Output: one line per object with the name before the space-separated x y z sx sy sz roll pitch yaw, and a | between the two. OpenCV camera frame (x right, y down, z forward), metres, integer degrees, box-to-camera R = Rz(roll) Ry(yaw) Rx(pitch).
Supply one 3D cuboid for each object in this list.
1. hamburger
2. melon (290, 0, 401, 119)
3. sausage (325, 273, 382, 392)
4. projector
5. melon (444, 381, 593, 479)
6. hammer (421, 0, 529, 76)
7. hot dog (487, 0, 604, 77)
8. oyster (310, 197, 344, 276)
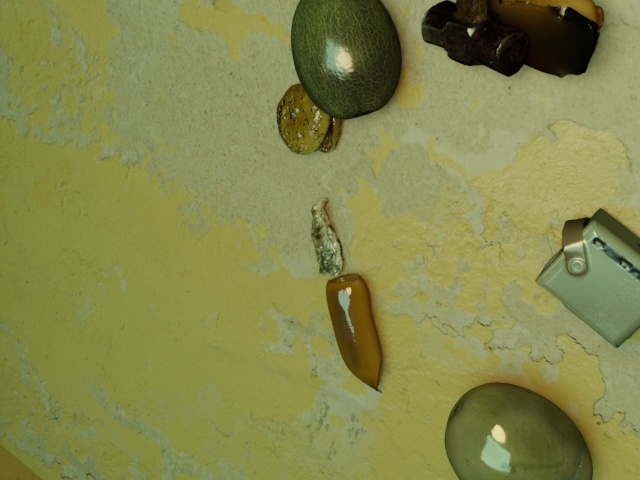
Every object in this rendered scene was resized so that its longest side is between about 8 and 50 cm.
hamburger | -0.036 -0.291 1.617 0.185 0.113 0.177 -44 79 31
melon | 0.056 -0.424 1.451 0.238 0.238 0.301 -14 93 33
sausage | 0.095 0.247 1.677 0.112 0.112 0.328 -9 99 33
projector | 0.564 0.064 1.307 0.242 0.163 0.177 42 119 11
melon | 0.430 0.463 1.427 0.330 0.268 0.268 35 119 2
hammer | 0.286 -0.529 1.235 0.242 0.095 0.408 44 154 46
hot dog | 0.431 -0.442 1.269 0.326 0.107 0.194 49 164 32
oyster | 0.002 0.000 1.696 0.106 0.061 0.199 -23 90 35
